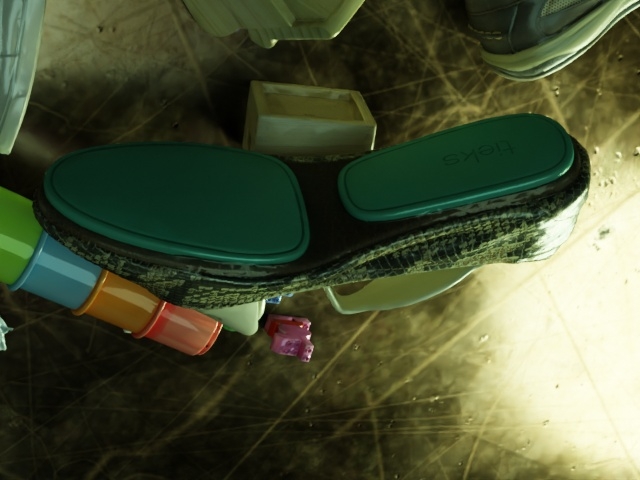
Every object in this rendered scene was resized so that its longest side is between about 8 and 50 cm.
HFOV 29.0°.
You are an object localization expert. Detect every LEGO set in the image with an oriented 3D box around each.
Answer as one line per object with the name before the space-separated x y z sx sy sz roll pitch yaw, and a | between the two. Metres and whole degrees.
LEGO set | -0.091 0.066 1.251 0.227 0.093 0.087 9 110 -27

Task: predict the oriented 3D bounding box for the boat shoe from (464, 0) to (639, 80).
boat shoe | 0.292 -0.306 1.216 0.355 0.132 0.130 -40 123 -3

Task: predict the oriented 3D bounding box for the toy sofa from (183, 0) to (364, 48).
toy sofa | -0.096 -0.341 1.039 0.362 0.177 0.150 50 65 -33

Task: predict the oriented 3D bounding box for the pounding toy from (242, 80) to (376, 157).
pounding toy | -0.008 -0.091 1.202 0.130 0.141 0.100 5 113 -10

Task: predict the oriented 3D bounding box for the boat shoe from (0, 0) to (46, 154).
boat shoe | -0.278 -0.167 1.077 0.063 0.066 0.184 10 113 -12

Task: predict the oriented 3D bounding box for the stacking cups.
stacking cups | -0.230 0.016 1.101 0.316 0.096 0.096 25 103 -21

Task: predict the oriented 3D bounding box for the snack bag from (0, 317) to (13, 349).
snack bag | -0.482 0.023 1.096 0.342 0.037 0.323 -22 122 -16

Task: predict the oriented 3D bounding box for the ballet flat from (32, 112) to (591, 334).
ballet flat | 0.000 0.000 1.094 0.482 0.164 0.182 -6 136 -7
